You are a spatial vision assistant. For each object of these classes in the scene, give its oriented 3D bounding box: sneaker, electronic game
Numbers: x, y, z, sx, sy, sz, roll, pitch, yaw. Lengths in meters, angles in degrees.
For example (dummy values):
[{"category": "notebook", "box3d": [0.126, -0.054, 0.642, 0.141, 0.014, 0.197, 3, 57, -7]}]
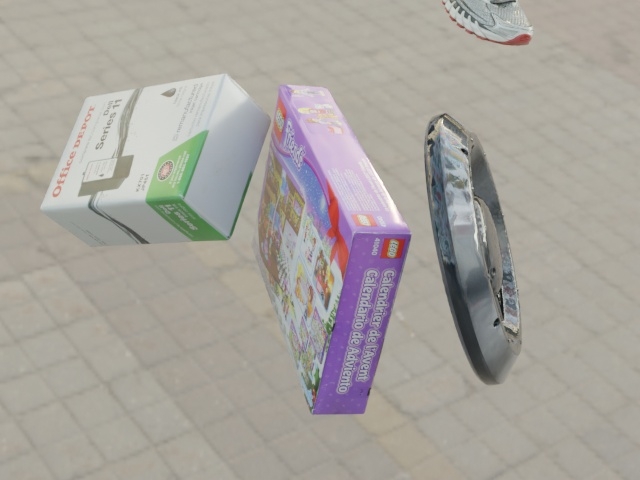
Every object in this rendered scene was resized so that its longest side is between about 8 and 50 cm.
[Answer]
[{"category": "sneaker", "box3d": [0.189, -0.323, 1.354, 0.088, 0.093, 0.225, -6, 56, -39]}, {"category": "electronic game", "box3d": [0.125, 0.007, 0.938, 0.048, 0.229, 0.229, -11, 30, 16]}]

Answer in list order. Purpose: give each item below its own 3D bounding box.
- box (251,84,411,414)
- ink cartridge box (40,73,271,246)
[{"category": "box", "box3d": [0.000, 0.000, 1.103, 0.057, 0.201, 0.293, 1, 32, -17]}, {"category": "ink cartridge box", "box3d": [-0.173, -0.079, 1.175, 0.208, 0.087, 0.153, -4, 59, 36]}]
